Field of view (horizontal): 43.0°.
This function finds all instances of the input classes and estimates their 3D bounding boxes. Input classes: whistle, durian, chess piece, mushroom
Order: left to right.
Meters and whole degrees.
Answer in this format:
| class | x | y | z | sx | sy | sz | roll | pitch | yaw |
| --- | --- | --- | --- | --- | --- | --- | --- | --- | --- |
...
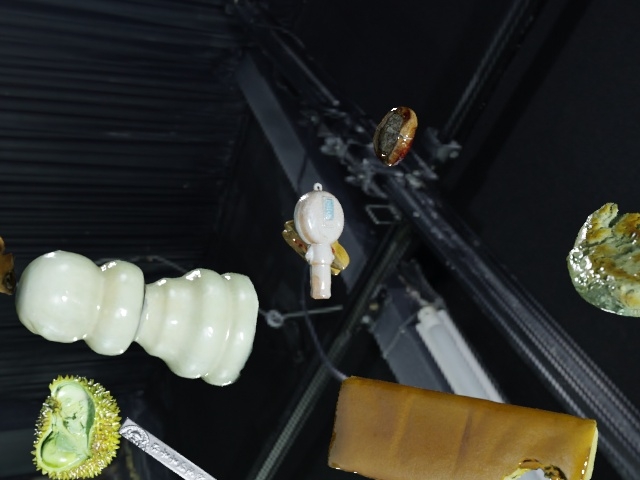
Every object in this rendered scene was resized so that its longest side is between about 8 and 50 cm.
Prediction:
| class | x | y | z | sx | sy | sz | roll | pitch | yaw |
| --- | --- | --- | --- | --- | --- | --- | --- | --- | --- |
| durian | -0.566 | 0.438 | 1.892 | 0.176 | 0.200 | 0.237 | 100 | -10 | -72 |
| chess piece | -0.202 | 0.078 | 0.875 | 0.133 | 0.243 | 0.133 | -36 | -133 | 52 |
| whistle | 0.000 | 0.000 | 1.535 | 0.057 | 0.107 | 0.220 | -4 | -96 | 46 |
| mushroom | 0.154 | -0.209 | 1.632 | 0.123 | 0.052 | 0.123 | -33 | -130 | 51 |

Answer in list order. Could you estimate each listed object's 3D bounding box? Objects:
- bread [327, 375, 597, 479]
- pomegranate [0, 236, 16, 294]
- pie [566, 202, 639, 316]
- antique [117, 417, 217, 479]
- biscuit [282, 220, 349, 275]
| class | x | y | z | sx | sy | sz | roll | pitch | yaw |
| --- | --- | --- | --- | --- | --- | --- | --- | --- | --- |
| bread | 0.115 | 0.173 | 0.683 | 0.226 | 0.049 | 0.088 | 6 | -104 | 34 |
| pomegranate | -0.513 | 0.054 | 0.927 | 0.319 | 0.319 | 0.320 | 0 | -90 | 59 |
| pie | 0.527 | 0.016 | 1.260 | 0.302 | 0.302 | 0.067 | 26 | -34 | 56 |
| antique | -0.260 | 0.368 | 1.380 | 0.031 | 0.192 | 0.015 | -57 | -169 | -24 |
| biscuit | -0.009 | 0.019 | 1.768 | 0.036 | 0.166 | 0.225 | -49 | -162 | -16 |
